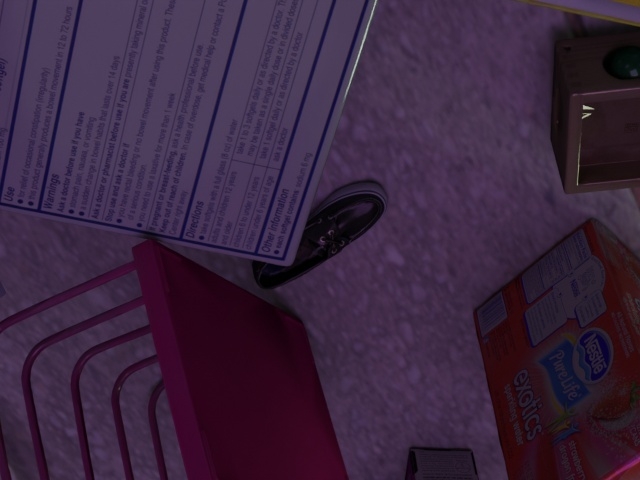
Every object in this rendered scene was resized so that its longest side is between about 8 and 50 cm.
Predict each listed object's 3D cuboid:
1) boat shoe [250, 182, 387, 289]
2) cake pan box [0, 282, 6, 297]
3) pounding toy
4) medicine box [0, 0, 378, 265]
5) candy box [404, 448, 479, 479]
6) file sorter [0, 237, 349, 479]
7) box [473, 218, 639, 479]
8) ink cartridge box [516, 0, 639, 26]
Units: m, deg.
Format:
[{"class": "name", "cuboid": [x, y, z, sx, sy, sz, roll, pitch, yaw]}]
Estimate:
[{"class": "boat shoe", "cuboid": [0.000, 0.000, 1.230, 0.142, 0.040, 0.049, -32, 121, 17]}, {"class": "cake pan box", "cuboid": [-0.367, -0.067, 1.049, 0.070, 0.246, 0.267, -38, 127, -23]}, {"class": "pounding toy", "cuboid": [0.259, -0.128, 1.140, 0.130, 0.100, 0.141, -6, 135, 1]}, {"class": "medicine box", "cuboid": [-0.126, -0.148, 1.055, 0.289, 0.149, 0.263, 12, 123, -11]}, {"class": "candy box", "cuboid": [0.124, 0.339, 1.355, 0.071, 0.233, 0.159, 2, 125, -5]}, {"class": "file sorter", "cuboid": [-0.124, 0.159, 1.164, 0.182, 0.202, 0.291, -23, 156, 16]}, {"class": "box", "cuboid": [0.248, 0.140, 1.186, 0.142, 0.300, 0.154, 38, 113, -23]}, {"class": "ink cartridge box", "cuboid": [0.226, -0.205, 0.943, 0.307, 0.303, 0.072, 12, 113, -11]}]
